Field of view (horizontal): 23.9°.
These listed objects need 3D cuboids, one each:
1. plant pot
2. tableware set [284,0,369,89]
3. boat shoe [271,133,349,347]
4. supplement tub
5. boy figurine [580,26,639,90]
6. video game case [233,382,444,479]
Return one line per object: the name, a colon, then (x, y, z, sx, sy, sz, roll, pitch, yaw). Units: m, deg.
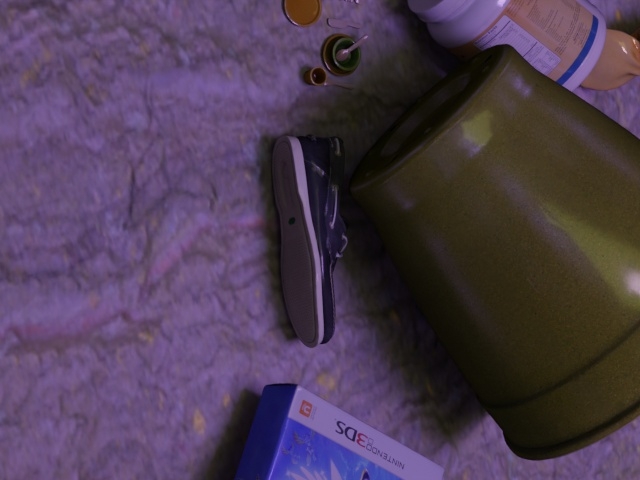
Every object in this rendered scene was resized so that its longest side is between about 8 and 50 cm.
plant pot: (0.230, -0.014, 1.663, 0.353, 0.366, 0.366, 47, 68, -10)
tableware set: (0.007, -0.247, 1.692, 0.104, 0.024, 0.154, 6, 88, -29)
boat shoe: (0.000, 0.000, 1.655, 0.079, 0.084, 0.233, -3, 89, -29)
supplement tub: (0.213, -0.258, 1.741, 0.200, 0.144, 0.144, 33, 74, -26)
boy figurine: (0.446, -0.256, 1.868, 0.285, 0.177, 0.092, -13, 103, 4)
video game case: (0.004, 0.324, 1.629, 0.244, 0.061, 0.269, 33, 64, -34)
